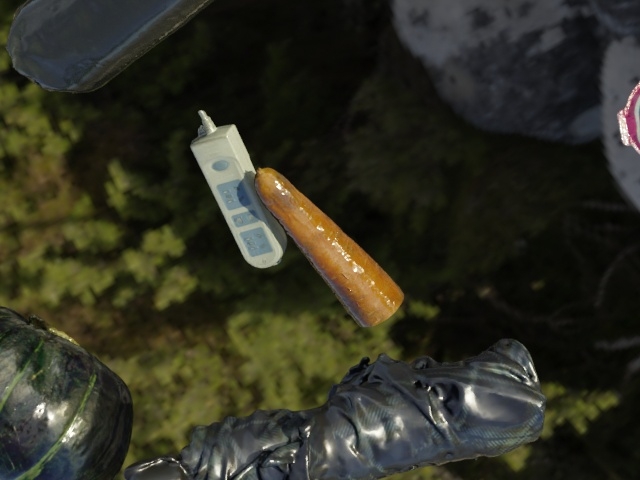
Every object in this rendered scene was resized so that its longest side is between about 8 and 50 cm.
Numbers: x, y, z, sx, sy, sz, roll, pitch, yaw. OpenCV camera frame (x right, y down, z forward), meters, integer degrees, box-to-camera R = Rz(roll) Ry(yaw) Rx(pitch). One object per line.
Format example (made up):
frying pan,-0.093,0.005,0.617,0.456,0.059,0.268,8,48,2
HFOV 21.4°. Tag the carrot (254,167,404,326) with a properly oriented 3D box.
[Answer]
carrot,0.000,0.000,1.734,0.061,0.061,0.209,-20,121,41

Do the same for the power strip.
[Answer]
power strip,-0.084,-0.051,1.735,0.047,0.030,0.191,-14,115,24

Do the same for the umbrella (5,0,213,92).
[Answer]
umbrella,-0.028,-0.077,0.418,0.133,0.036,0.031,-30,116,35

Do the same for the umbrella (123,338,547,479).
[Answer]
umbrella,0.006,0.102,0.887,0.080,0.224,0.071,102,150,-65

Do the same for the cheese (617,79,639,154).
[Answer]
cheese,0.359,-0.122,1.685,0.038,0.145,0.095,176,83,-67

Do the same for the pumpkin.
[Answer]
pumpkin,-0.413,0.236,2.342,0.323,0.241,0.323,33,167,8
